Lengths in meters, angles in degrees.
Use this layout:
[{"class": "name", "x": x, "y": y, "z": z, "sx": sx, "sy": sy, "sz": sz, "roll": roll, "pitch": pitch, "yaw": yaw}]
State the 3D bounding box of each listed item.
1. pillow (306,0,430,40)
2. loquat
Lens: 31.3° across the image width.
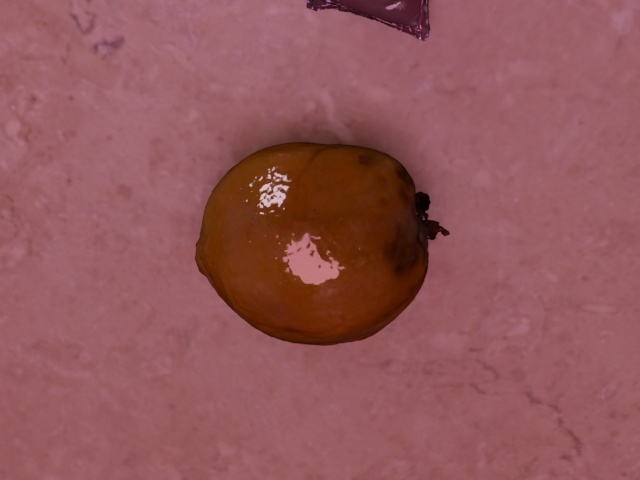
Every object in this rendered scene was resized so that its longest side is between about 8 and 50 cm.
[{"class": "pillow", "x": 0.053, "y": -0.273, "z": 0.979, "sx": 0.118, "sy": 0.043, "sz": 0.185, "roll": 12, "pitch": 111, "yaw": 5}, {"class": "loquat", "x": 0.000, "y": 0.000, "z": 1.040, "sx": 0.234, "sy": 0.176, "sz": 0.187, "roll": -5, "pitch": 131, "yaw": 9}]
